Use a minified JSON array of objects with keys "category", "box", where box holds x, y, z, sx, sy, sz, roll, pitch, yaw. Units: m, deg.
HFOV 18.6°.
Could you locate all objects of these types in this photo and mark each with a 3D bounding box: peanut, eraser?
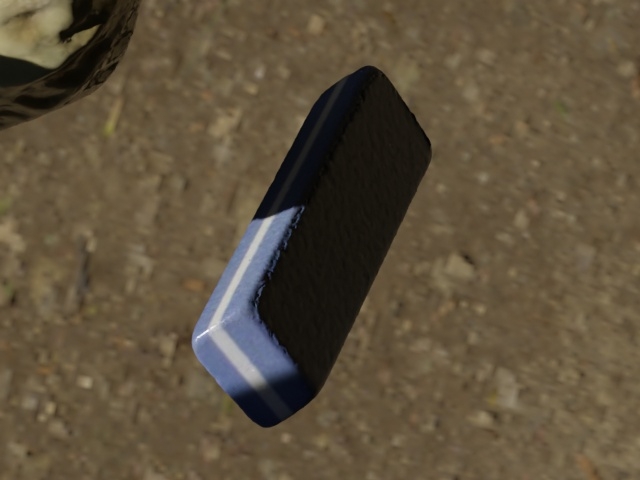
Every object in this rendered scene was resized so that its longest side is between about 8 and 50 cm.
[{"category":"peanut","box":[-0.174,-0.085,0.895,0.298,0.136,0.120,-38,46,41]},{"category":"eraser","box":[0.000,0.000,1.145,0.036,0.082,0.225,-10,41,39]}]
